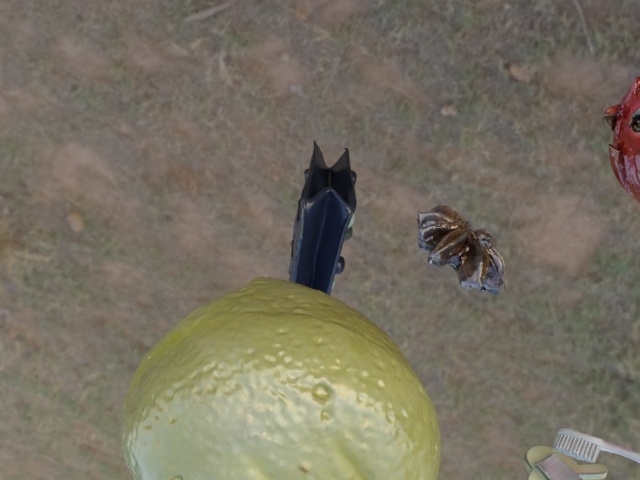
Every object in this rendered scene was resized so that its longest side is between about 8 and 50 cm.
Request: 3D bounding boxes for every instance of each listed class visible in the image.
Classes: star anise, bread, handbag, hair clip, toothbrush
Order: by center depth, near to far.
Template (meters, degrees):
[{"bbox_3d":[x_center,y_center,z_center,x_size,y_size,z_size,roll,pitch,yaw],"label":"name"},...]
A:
[{"bbox_3d":[-0.037,0.203,0.913,0.320,0.320,0.237,48,176,-32],"label":"bread"},{"bbox_3d":[0.391,0.256,0.957,0.307,0.029,0.025,12,152,38],"label":"toothbrush"},{"bbox_3d":[0.254,0.011,1.660,0.229,0.236,0.093,15,117,-41],"label":"star anise"},{"bbox_3d":[0.000,0.000,1.680,0.119,0.269,0.325,10,124,-4],"label":"handbag"},{"bbox_3d":[0.506,0.483,1.826,0.218,0.159,0.071,35,143,54],"label":"hair clip"}]

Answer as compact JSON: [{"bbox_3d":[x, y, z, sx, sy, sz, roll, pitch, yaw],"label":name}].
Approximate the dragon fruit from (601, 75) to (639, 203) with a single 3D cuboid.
[{"bbox_3d":[0.477,-0.118,1.089,0.241,0.252,0.240,24,120,51],"label":"dragon fruit"}]
